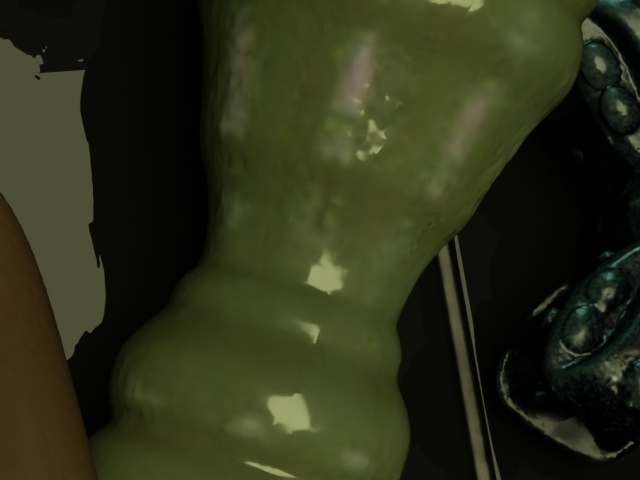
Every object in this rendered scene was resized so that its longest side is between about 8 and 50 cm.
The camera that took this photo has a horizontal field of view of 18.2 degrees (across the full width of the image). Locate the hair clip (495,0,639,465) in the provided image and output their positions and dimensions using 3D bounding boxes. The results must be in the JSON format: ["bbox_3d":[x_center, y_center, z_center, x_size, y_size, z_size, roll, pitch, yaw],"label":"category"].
[{"bbox_3d":[0.233,-0.011,1.269,0.206,0.194,0.310,9,77,-13],"label":"hair clip"}]

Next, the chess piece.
[{"bbox_3d":[0.000,0.000,1.141,0.234,0.234,0.442,20,80,-16],"label":"chess piece"}]

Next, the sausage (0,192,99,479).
[{"bbox_3d":[-0.196,0.077,1.068,0.123,0.123,0.253,-7,57,-22],"label":"sausage"}]
